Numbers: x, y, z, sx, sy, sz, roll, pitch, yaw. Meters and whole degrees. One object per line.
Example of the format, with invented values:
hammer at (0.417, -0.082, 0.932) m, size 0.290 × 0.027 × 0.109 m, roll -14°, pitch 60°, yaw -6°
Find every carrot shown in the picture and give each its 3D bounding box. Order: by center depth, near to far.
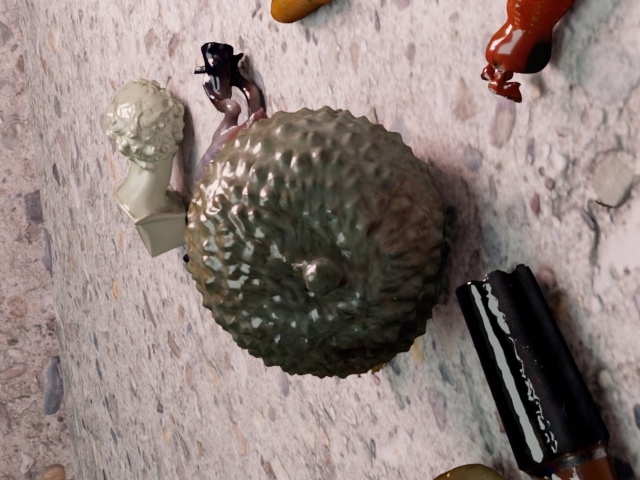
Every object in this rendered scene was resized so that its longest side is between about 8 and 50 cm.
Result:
carrot at (-0.026, -0.257, 1.122) m, size 0.139 × 0.048 × 0.048 m, roll -11°, pitch 91°, yaw 67°

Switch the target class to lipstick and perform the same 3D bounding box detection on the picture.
lipstick at (0.211, 0.216, 0.814) m, size 0.418 × 0.077 × 0.077 m, roll 69°, pitch 154°, yaw 15°

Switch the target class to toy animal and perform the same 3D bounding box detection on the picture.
toy animal at (-0.117, -0.088, 1.344) m, size 0.195 × 0.091 × 0.324 m, roll -136°, pitch 50°, yaw -60°

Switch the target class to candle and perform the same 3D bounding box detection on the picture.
candle at (0.174, -0.235, 0.712) m, size 0.051 × 0.048 × 0.329 m, roll 22°, pitch 134°, yaw 10°

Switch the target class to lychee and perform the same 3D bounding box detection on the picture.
lychee at (0.000, 0.000, 0.986) m, size 0.274 × 0.255 × 0.255 m, roll -59°, pitch -39°, yaw -80°

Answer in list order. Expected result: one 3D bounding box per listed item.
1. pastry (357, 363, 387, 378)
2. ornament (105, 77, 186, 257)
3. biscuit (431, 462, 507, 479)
pastry at (0.030, 0.076, 1.149) m, size 0.080 × 0.056 × 0.140 m, roll 97°, pitch 149°, yaw -58°
ornament at (-0.263, -0.105, 1.609) m, size 0.130 × 0.121 × 0.285 m, roll 38°, pitch 136°, yaw 52°
biscuit at (0.159, 0.353, 0.967) m, size 0.274 × 0.091 × 0.213 m, roll 64°, pitch 149°, yaw 23°
